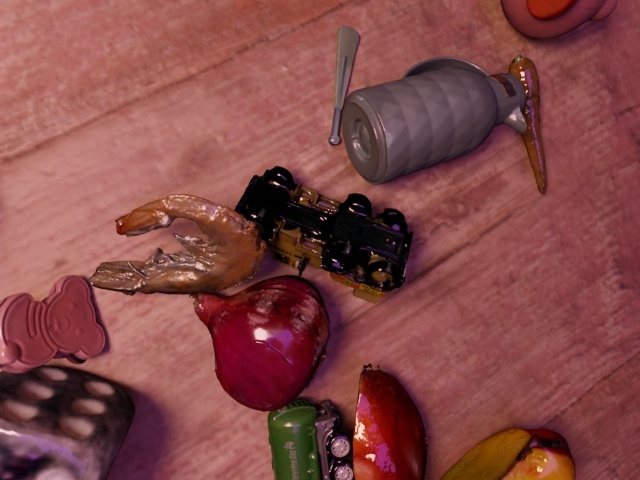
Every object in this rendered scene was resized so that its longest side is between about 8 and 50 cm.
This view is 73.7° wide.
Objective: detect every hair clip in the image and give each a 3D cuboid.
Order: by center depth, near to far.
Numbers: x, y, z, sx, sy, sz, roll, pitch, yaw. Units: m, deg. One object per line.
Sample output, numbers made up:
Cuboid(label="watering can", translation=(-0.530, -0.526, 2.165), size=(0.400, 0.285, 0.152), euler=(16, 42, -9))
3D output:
Cuboid(label="hair clip", translation=(-0.349, 0.111, 0.547), size=(0.102, 0.138, 0.123), euler=(-15, 89, -19))

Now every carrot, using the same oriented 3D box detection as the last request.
Cuboid(label="carrot", translation=(0.384, -0.208, 0.778), size=(0.049, 0.049, 0.254), euler=(-16, 99, -14))

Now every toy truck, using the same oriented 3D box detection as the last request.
Cuboid(label="toy truck", translation=(-0.001, -0.003, 0.632), size=(0.257, 0.127, 0.127), euler=(23, 50, -4))
Cuboid(label="toy truck", translation=(-0.011, 0.372, 0.670), size=(0.125, 0.101, 0.242), euler=(-8, 92, -10))

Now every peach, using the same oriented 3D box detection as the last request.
Cuboid(label="peach", translation=(0.125, 0.321, 0.675), size=(0.189, 0.068, 0.279), euler=(-38, 116, -50))
Cuboid(label="peach", translation=(0.314, 0.436, 0.732), size=(0.267, 0.154, 0.159), euler=(-38, 92, -20))

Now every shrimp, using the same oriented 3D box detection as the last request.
Cuboid(label="shrimp", translation=(-0.198, 0.013, 0.567), size=(0.253, 0.058, 0.173), euler=(-3, 134, 3))

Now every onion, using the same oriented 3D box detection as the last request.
Cuboid(label="onion", translation=(-0.098, 0.134, 0.616), size=(0.218, 0.140, 0.195), euler=(29, 105, -3))

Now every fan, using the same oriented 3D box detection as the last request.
Cuboid(label="fan", translation=(0.035, -0.251, 0.694), size=(0.038, 0.016, 0.193), euler=(7, 90, -17))

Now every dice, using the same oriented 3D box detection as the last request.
Cuboid(label="dice", translation=(-0.354, 0.273, 0.527), size=(0.181, 0.182, 0.183), euler=(25, 87, -15))

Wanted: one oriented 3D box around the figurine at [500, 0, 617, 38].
Cuboid(label="figurine", translation=(0.391, -0.425, 0.708), size=(0.173, 0.173, 0.173), euler=(-1, 93, -15))

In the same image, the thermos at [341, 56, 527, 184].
Cuboid(label="thermos", translation=(0.179, -0.206, 0.681), size=(0.286, 0.145, 0.182), euler=(-21, 67, -16))
